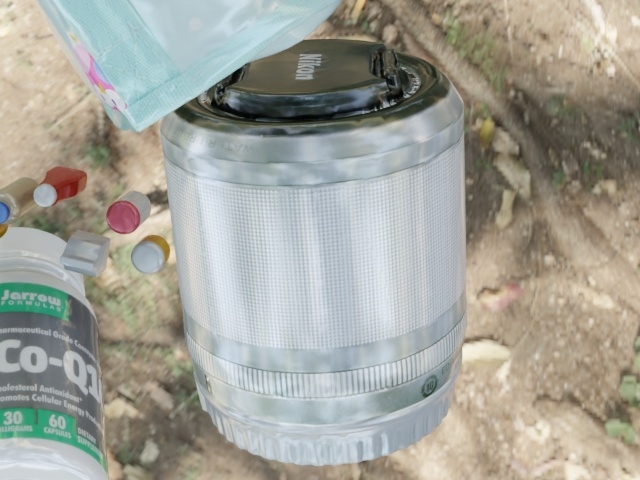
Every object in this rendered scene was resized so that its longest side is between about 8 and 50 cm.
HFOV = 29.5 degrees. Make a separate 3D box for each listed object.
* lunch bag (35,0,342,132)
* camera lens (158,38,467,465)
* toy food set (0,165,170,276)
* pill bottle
[{"bbox_3d":[-0.078,-0.177,0.532,0.160,0.262,0.223,-25,103,30],"label":"lunch bag"},{"bbox_3d":[0.000,0.000,0.916,0.219,0.219,0.274,1,115,12],"label":"camera lens"},{"bbox_3d":[-0.287,-0.015,1.359,0.232,0.104,0.111,14,107,3],"label":"toy food set"},{"bbox_3d":[-0.361,0.168,1.444,0.204,0.361,0.204,-8,136,-8],"label":"pill bottle"}]
